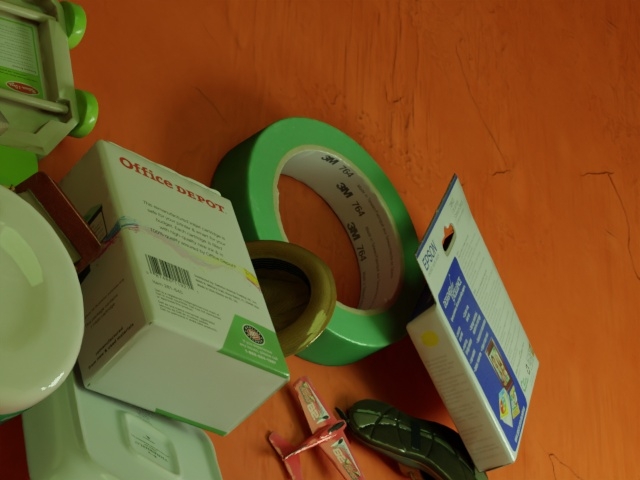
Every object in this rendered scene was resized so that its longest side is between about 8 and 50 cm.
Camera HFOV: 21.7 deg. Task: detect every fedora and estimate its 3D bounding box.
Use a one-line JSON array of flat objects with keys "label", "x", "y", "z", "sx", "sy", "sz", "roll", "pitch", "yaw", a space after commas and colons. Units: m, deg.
[{"label": "fedora", "x": -0.073, "y": 0.088, "z": 1.945, "sx": 0.079, "sy": 0.194, "sz": 0.194, "roll": 76, "pitch": 14, "yaw": -52}]

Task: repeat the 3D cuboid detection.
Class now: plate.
[{"label": "plate", "x": -0.185, "y": 0.221, "z": 1.697, "sx": 0.277, "sy": 0.045, "sz": 0.278, "roll": 35, "pitch": 16, "yaw": -30}]

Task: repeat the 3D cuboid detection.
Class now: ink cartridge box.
[{"label": "ink cartridge box", "x": -0.172, "y": 0.050, "z": 1.801, "sx": 0.201, "sy": 0.117, "sz": 0.278, "roll": 26, "pitch": 31, "yaw": -40}, {"label": "ink cartridge box", "x": 0.191, "y": 0.104, "z": 2.205, "sx": 0.307, "sy": 0.072, "sz": 0.303, "roll": 62, "pitch": 23, "yaw": -13}]

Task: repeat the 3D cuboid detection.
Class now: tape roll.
[{"label": "tape roll", "x": 0.000, "y": 0.000, "z": 2.136, "sx": 0.321, "sy": 0.077, "sz": 0.321, "roll": 29, "pitch": 47, "yaw": -36}]

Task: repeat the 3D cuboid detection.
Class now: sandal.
[{"label": "sandal", "x": 0.120, "y": 0.273, "z": 2.118, "sx": 0.219, "sy": 0.060, "sz": 0.090, "roll": 24, "pitch": 42, "yaw": -20}]

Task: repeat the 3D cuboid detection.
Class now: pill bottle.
[{"label": "pill bottle", "x": -0.379, "y": 0.102, "z": 1.373, "sx": 0.204, "sy": 0.361, "sz": 0.204, "roll": 28, "pitch": 47, "yaw": -36}]

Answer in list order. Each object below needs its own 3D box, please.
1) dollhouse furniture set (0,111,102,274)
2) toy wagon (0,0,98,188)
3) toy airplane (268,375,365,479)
[{"label": "dollhouse furniture set", "x": -0.391, "y": -0.076, "z": 1.610, "sx": 0.374, "sy": 0.152, "sz": 0.201, "roll": 53, "pitch": 7, "yaw": -1}, {"label": "toy wagon", "x": -0.368, "y": -0.179, "z": 1.825, "sx": 0.267, "sy": 0.068, "sz": 0.344, "roll": 13, "pitch": 58, "yaw": -45}, {"label": "toy airplane", "x": -0.007, "y": 0.243, "z": 2.004, "sx": 0.151, "sy": 0.028, "sz": 0.151, "roll": 29, "pitch": 45, "yaw": -33}]
